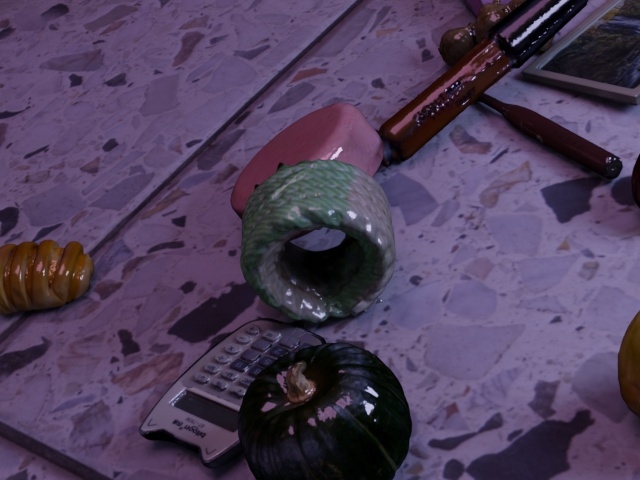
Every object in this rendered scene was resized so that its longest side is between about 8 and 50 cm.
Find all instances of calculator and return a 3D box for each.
[{"bbox_3d":[-0.107,0.193,1.794,0.177,0.040,0.268,18,52,39],"label":"calculator"}]

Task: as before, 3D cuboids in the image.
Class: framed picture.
[{"bbox_3d":[0.508,-0.328,2.127,0.324,0.020,0.240,-39,35,-21],"label":"framed picture"}]

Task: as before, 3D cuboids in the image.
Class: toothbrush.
[{"bbox_3d":[0.325,-0.172,2.025,0.041,0.041,0.364,-33,37,-14],"label":"toothbrush"}]

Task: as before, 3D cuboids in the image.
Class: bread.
[{"bbox_3d":[-0.441,0.050,2.094,0.177,0.084,0.119,-7,41,12],"label":"bread"}]

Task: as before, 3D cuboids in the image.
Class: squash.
[{"bbox_3d":[0.003,0.220,1.602,0.218,0.172,0.218,-27,50,36],"label":"squash"}]

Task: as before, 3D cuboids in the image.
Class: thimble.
[{"bbox_3d":[0.000,0.000,1.836,0.219,0.219,0.150,-15,39,9],"label":"thimble"}]

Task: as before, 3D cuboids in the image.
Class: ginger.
[{"bbox_3d":[0.289,-0.342,2.205,0.204,0.104,0.080,-12,6,18],"label":"ginger"}]

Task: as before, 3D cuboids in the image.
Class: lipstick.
[{"bbox_3d":[0.246,-0.264,2.096,0.418,0.077,0.077,-41,40,-5],"label":"lipstick"}]

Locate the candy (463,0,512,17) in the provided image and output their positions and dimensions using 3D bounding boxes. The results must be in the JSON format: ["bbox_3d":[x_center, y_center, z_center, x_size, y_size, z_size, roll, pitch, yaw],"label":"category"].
[{"bbox_3d":[0.310,-0.474,2.340,0.156,0.115,0.265,-25,36,0],"label":"candy"}]

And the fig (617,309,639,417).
[{"bbox_3d":[0.409,0.095,1.499,0.159,0.257,0.159,-10,24,5],"label":"fig"}]

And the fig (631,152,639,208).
[{"bbox_3d":[0.472,-0.085,1.786,0.128,0.150,0.128,-4,77,18],"label":"fig"}]

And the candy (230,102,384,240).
[{"bbox_3d":[-0.016,-0.106,2.011,0.255,0.094,0.255,-34,22,16],"label":"candy"}]
